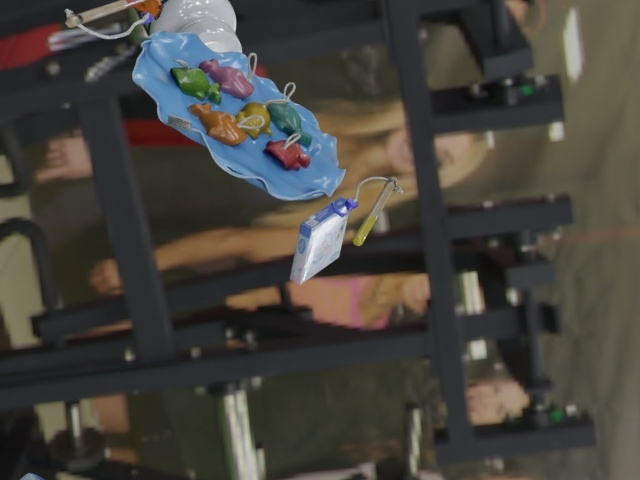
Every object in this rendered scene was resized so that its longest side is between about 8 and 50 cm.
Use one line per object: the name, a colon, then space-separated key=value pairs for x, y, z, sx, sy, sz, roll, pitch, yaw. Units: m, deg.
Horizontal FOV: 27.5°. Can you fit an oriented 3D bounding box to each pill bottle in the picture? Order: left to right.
pill bottle: x=-0.168 y=-0.282 z=1.632 sx=0.112 sy=0.112 sz=0.186 roll=73 pitch=-9 yaw=-52

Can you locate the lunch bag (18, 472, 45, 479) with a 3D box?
lunch bag: x=-0.321 y=0.406 z=1.622 sx=0.090 sy=0.176 sz=0.219 roll=-33 pitch=124 yaw=-30

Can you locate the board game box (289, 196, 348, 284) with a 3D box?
board game box: x=0.000 y=0.000 z=1.668 sx=0.090 sy=0.020 sz=0.090 roll=-35 pitch=145 yaw=-46

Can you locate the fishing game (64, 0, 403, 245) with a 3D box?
fishing game: x=-0.055 y=-0.100 z=0.958 sx=0.041 sy=0.264 sz=0.189 roll=-52 pitch=177 yaw=25

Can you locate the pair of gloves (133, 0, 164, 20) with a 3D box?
pair of gloves: x=-0.176 y=-0.273 z=1.334 sx=0.010 sy=0.074 sz=0.083 roll=-10 pitch=134 yaw=-50
